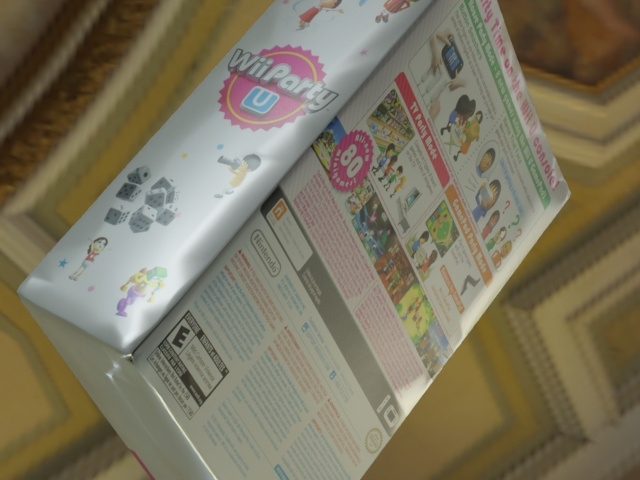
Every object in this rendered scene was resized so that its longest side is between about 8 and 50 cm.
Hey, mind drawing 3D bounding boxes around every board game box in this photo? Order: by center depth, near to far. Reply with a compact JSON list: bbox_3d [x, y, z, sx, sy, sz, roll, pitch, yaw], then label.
[{"bbox_3d":[0.000,0.000,1.124,0.303,0.097,0.224,-50,-40,-20],"label":"board game box"}]
